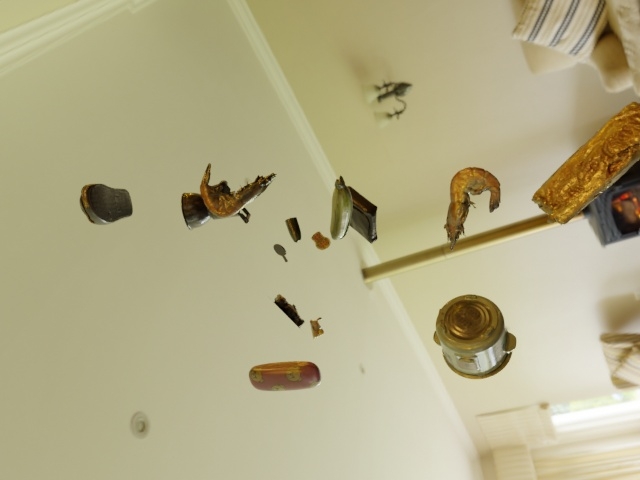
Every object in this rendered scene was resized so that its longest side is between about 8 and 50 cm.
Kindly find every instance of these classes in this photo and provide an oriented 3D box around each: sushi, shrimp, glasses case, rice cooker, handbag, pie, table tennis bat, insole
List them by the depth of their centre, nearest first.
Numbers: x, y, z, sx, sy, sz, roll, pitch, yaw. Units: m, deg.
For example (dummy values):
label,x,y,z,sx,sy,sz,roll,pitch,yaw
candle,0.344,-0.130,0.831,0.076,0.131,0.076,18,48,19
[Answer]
label,x,y,z,sx,sy,sz,roll,pitch,yaw
pie,0.534,-0.144,1.024,0.068,0.282,0.128,39,-168,-29
shrimp,0.507,-0.099,1.773,0.058,0.169,0.296,-38,-44,-60
shrimp,-0.294,-0.207,1.820,0.198,0.262,0.051,55,176,1
table tennis bat,-0.138,0.045,1.879,0.007,0.050,0.083,-55,-50,-37
rice cooker,0.571,0.364,1.984,0.316,0.317,0.264,54,-140,-40
sushi,-0.122,0.270,2.088,0.215,0.050,0.192,47,173,-9
glasses case,-0.151,0.573,2.237,0.076,0.316,0.123,-67,-34,-61
insole,0.000,0.000,2.282,0.006,0.065,0.193,50,179,-25
handbag,0.195,-0.129,2.615,0.247,0.080,0.223,42,154,38

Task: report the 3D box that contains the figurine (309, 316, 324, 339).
label,x,y,z,sx,sy,sz,roll,pitch,yaw
figurine,-0.013,0.354,2.136,0.047,0.051,0.083,107,153,-79

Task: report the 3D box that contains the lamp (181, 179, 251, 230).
label,x,y,z,sx,sy,sz,roll,pitch,yaw
lamp,-0.396,-0.136,2.007,0.147,0.227,0.172,-93,-8,-69

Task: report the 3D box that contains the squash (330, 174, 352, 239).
label,x,y,z,sx,sy,sz,roll,pitch,yaw
squash,0.088,-0.134,2.198,0.094,0.094,0.341,-86,-1,-47

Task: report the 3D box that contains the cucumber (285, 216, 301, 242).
label,x,y,z,sx,sy,sz,roll,pitch,yaw
cucumber,-0.098,-0.039,2.001,0.048,0.048,0.105,25,-138,-64

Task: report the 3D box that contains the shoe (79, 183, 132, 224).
label,x,y,z,sx,sy,sz,roll,pitch,yaw
shoe,-0.595,-0.093,1.430,0.241,0.093,0.108,-41,-58,-84
